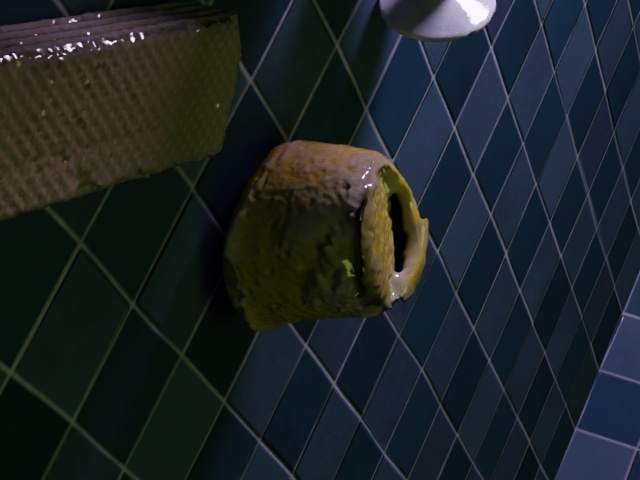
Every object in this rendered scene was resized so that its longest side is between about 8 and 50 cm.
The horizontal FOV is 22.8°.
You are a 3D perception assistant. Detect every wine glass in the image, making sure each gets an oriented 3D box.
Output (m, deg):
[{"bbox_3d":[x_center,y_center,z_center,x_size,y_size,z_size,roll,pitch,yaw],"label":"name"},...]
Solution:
[{"bbox_3d":[0.124,-0.324,1.671,0.165,0.165,0.196,-54,157,-35],"label":"wine glass"}]

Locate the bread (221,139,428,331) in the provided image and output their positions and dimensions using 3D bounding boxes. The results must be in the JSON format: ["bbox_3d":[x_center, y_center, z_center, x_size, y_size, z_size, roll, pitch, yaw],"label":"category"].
[{"bbox_3d":[0.000,-0.002,1.591,0.197,0.170,0.197,-13,104,-60],"label":"bread"}]

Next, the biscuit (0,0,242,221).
[{"bbox_3d":[-0.201,-0.098,1.220,0.426,0.078,0.144,-21,125,-58],"label":"biscuit"}]
